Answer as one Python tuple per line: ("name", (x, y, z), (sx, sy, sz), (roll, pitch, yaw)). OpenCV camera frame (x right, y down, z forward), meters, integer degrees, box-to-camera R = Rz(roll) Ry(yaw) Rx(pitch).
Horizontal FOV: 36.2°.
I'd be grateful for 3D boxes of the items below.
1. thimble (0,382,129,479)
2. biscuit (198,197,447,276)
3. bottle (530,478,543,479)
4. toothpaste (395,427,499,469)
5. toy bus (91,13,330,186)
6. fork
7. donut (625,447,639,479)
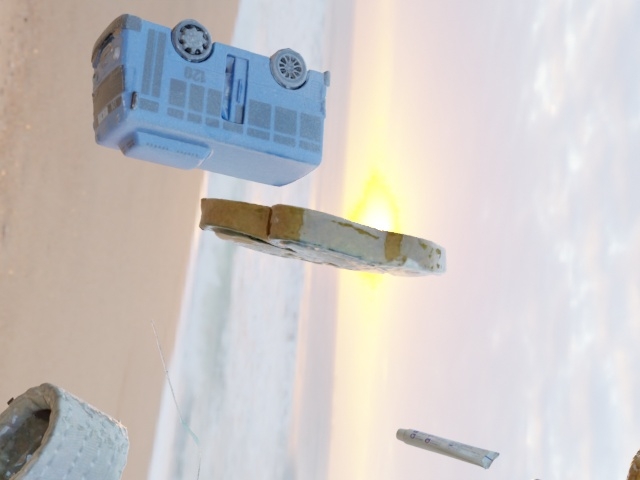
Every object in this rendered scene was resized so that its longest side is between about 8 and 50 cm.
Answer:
("thimble", (-0.227, 0.187, 0.827), (0.090, 0.115, 0.102), (42, 19, -35))
("biscuit", (0.000, 0.002, 1.300), (0.287, 0.343, 0.057), (44, 58, -83))
("bottle", (0.493, 0.529, 1.826), (0.079, 0.253, 0.096), (-150, -98, -85))
("toothpaste", (0.241, 0.401, 1.902), (0.052, 0.218, 0.033), (-36, 123, -42))
("toy bus", (-0.117, -0.138, 1.012), (0.116, 0.234, 0.134), (-20, -118, 58))
("fork", (-0.163, 0.199, 1.155), (0.039, 0.021, 0.235), (-114, -167, -71))
("donut", (0.550, 0.385, 1.368), (0.160, 0.330, 0.330), (-35, -142, 40))
